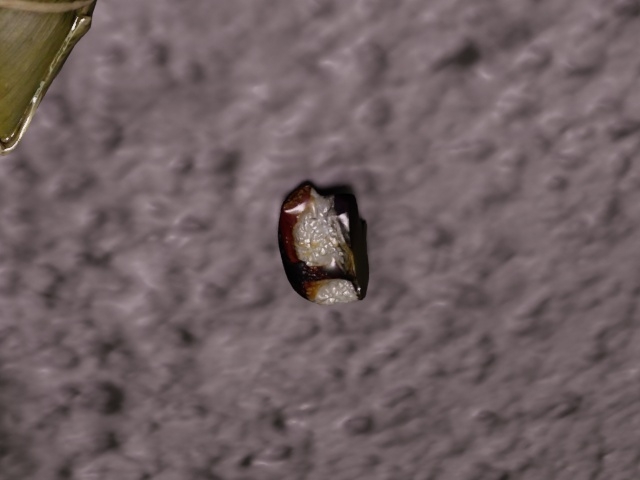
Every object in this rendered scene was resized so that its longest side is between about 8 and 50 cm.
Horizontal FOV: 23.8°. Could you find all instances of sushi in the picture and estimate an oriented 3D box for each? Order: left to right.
[{"bbox_3d":[0.000,0.000,0.848,0.046,0.044,0.083,2,138,12],"label":"sushi"}]

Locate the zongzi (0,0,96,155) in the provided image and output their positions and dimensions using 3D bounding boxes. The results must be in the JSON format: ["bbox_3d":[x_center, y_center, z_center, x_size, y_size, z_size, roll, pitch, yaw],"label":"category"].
[{"bbox_3d":[-0.146,-0.159,0.581,0.205,0.094,0.204,28,118,-38],"label":"zongzi"}]
